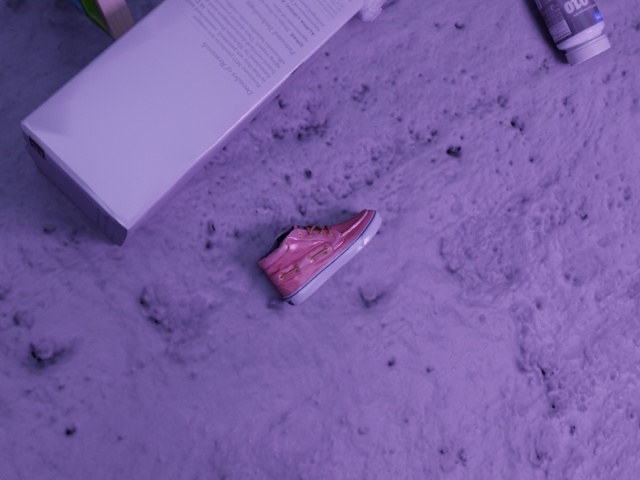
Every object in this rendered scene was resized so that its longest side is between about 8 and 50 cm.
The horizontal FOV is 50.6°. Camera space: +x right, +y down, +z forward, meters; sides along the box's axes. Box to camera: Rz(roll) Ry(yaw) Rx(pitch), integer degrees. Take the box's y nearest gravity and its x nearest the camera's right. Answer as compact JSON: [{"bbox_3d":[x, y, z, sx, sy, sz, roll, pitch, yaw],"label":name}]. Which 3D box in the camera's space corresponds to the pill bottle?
[{"bbox_3d":[0.397,-0.350,1.066,0.078,0.078,0.137,-29,94,-18],"label":"pill bottle"}]

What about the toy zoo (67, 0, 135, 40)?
[{"bbox_3d":[-0.317,-0.359,0.733,0.030,0.192,0.293,-39,61,-17],"label":"toy zoo"}]

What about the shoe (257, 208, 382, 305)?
[{"bbox_3d":[0.000,0.000,0.912,0.178,0.063,0.081,-43,104,-12],"label":"shoe"}]

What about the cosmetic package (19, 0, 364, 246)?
[{"bbox_3d":[-0.151,-0.183,0.804,0.156,0.217,0.385,44,75,-9],"label":"cosmetic package"}]

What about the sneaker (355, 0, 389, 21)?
[{"bbox_3d":[0.070,-0.420,0.972,0.115,0.090,0.232,21,70,-8],"label":"sneaker"}]
